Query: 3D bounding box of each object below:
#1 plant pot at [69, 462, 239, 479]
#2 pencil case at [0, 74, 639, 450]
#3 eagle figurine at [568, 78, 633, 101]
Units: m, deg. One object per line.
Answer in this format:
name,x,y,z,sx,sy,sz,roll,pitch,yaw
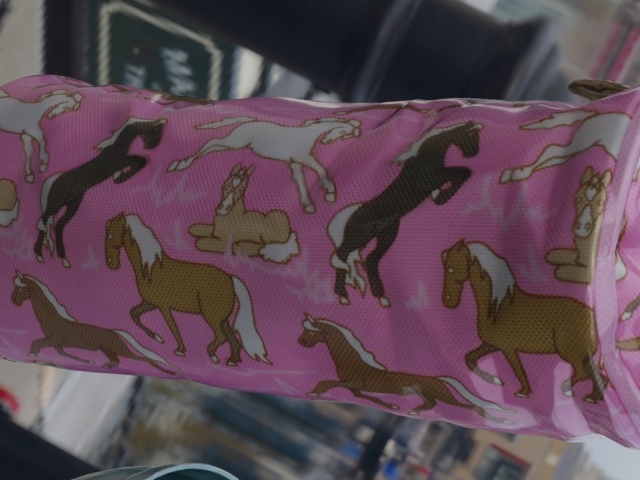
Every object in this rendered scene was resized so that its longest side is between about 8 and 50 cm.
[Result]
plant pot,-0.189,0.321,1.197,0.293,0.196,0.293,-1,91,-55
pencil case,0.000,0.000,0.671,0.160,0.386,0.167,58,49,-40
eagle figurine,0.337,-0.192,0.958,0.225,0.226,0.298,-143,-106,-75
